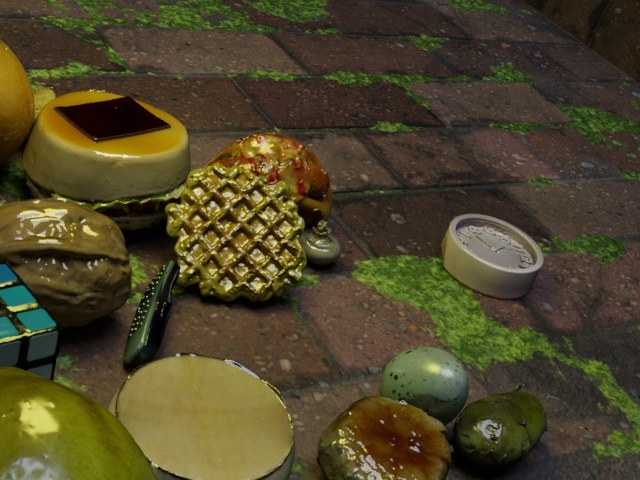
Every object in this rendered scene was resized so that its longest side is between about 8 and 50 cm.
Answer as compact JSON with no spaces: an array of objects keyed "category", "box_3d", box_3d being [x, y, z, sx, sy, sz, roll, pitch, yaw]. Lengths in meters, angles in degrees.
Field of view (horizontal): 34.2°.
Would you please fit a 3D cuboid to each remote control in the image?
[{"category":"remote control","box_3d":[-0.257,0.110,1.593,0.042,0.072,0.222,35,30,-18]}]

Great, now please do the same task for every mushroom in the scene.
[{"category":"mushroom","box_3d":[0.000,0.000,1.894,0.085,0.079,0.085,16,28,-9]}]

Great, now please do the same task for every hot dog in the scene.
[{"category":"hot dog","box_3d":[-0.096,-0.105,1.888,0.257,0.153,0.150,0,55,-13]}]

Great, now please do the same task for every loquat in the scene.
[{"category":"loquat","box_3d":[-0.616,-0.232,1.747,0.263,0.263,0.263,14,32,-9]}]

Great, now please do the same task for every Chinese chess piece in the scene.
[{"category":"Chinese chess piece","box_3d":[-0.160,0.264,1.374,0.257,0.104,0.257,14,31,-9]}]

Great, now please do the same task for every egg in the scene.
[{"category":"egg","box_3d":[0.158,0.223,1.565,0.131,0.164,0.131,4,74,-14]}]

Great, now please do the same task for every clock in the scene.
[{"category":"clock","box_3d":[0.336,0.029,2.048,0.197,0.068,0.197,15,31,-9]}]

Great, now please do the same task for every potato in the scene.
[{"category":"potato","box_3d":[0.284,0.285,1.603,0.117,0.090,0.225,29,25,27]}]

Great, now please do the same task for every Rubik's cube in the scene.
[{"category":"Rubik's cube","box_3d":[-0.450,0.146,1.344,0.161,0.163,0.162,-13,41,-42]}]

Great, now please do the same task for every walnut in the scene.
[{"category":"walnut","box_3d":[-0.395,0.033,1.523,0.245,0.198,0.198,2,36,-29]}]

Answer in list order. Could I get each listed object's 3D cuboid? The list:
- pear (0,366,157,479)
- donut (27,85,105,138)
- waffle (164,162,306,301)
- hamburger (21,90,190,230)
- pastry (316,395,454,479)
[{"category":"pear","box_3d":[-0.312,0.317,0.999,0.352,0.352,0.413,1,39,-28]},{"category":"donut","box_3d":[-0.491,-0.231,1.937,0.181,0.146,0.078,-8,78,-59]},{"category":"waffle","box_3d":[-0.141,-0.014,1.743,0.243,0.059,0.237,6,74,-16]},{"category":"hamburger","box_3d":[-0.368,-0.131,1.800,0.300,0.176,0.300,11,32,-7]},{"category":"pastry","box_3d":[0.089,0.305,1.458,0.182,0.093,0.192,30,33,8]}]
